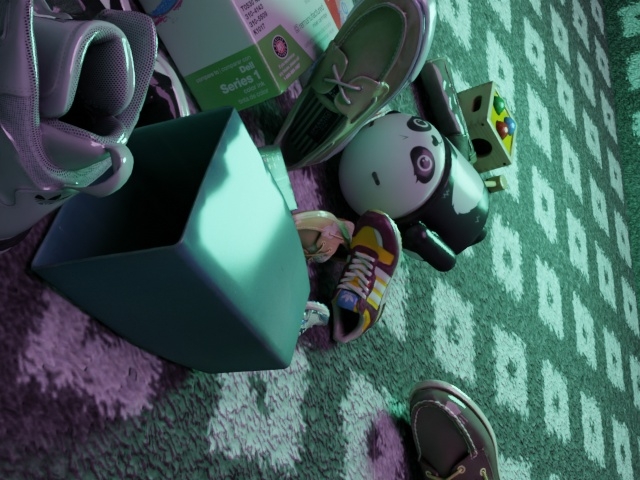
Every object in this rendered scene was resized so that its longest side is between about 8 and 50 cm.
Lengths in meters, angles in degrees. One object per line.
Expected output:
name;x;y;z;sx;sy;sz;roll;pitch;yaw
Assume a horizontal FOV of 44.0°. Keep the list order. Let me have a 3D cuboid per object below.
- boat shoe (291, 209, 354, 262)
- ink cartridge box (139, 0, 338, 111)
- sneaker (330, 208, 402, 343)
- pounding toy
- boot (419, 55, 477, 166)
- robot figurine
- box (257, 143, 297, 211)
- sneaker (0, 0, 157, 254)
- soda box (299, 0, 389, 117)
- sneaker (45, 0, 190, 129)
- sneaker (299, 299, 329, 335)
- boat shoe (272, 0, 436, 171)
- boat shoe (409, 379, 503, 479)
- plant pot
boat shoe;0.000;0.000;1.037;0.170;0.063;0.059;9;65;-56
ink cartridge box;-0.114;-0.314;0.931;0.278;0.117;0.201;61;35;-21
sneaker;0.056;0.051;1.043;0.084;0.069;0.186;-37;139;-52
pounding toy;0.354;-0.185;1.621;0.206;0.094;0.181;51;40;-33
boot;0.231;-0.233;1.469;0.189;0.076;0.209;-45;123;-69
robot figurine;0.148;-0.074;1.186;0.278;0.209;0.174;36;88;-46
box;-0.075;-0.067;0.948;0.052;0.062;0.083;-22;96;-56
sneaker;-0.241;-0.180;0.599;0.137;0.210;0.366;-6;83;-58
soda box;0.007;-0.292;1.141;0.092;0.083;0.264;-37;110;-55
sneaker;-0.219;-0.169;0.763;0.121;0.079;0.217;-36;100;-52
sneaker;-0.042;0.098;0.959;0.135;0.052;0.058;15;75;-46
boat shoe;0.037;-0.186;0.970;0.109;0.302;0.094;40;45;4
boat shoe;0.206;0.353;1.176;0.325;0.116;0.097;67;30;-24
plant pot;-0.116;0.024;0.771;0.234;0.165;0.166;56;37;-41
